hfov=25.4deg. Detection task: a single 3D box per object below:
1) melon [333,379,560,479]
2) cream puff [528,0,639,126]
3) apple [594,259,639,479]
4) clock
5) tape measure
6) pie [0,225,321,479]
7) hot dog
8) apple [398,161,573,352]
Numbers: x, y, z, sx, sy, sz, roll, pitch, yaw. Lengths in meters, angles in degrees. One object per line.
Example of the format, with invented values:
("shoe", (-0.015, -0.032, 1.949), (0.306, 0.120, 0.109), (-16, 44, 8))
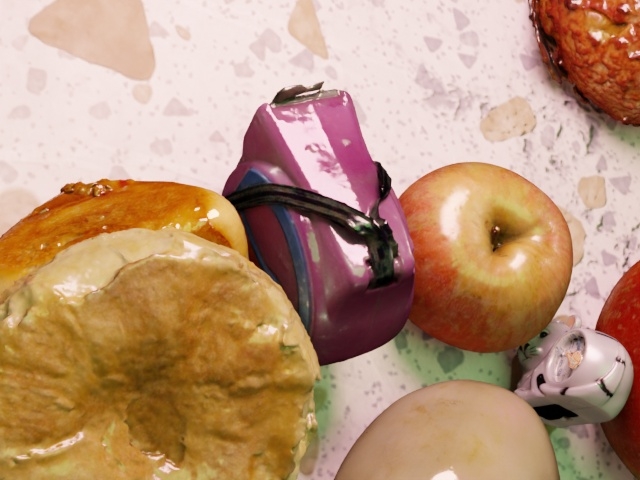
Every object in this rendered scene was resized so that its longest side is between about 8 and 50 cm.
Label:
("melon", (0.118, 0.270, 1.384), (0.223, 0.223, 0.317), (44, 39, -10))
("cream puff", (0.424, -0.300, 1.685), (0.350, 0.228, 0.351), (6, 76, -26))
("apple", (0.480, 0.147, 1.568), (0.348, 0.277, 0.349), (6, 76, -24))
("clock", (0.269, 0.131, 1.529), (0.080, 0.176, 0.117), (27, 68, -22))
("tape measure", (0.000, 0.000, 1.398), (0.149, 0.245, 0.232), (-15, 68, -29))
("pie", (-0.155, 0.146, 1.252), (0.339, 0.083, 0.340), (-3, 98, -18))
("hot dog", (-0.202, 0.027, 1.344), (0.256, 0.153, 0.150), (-19, 115, -15))
("apple", (0.168, 0.019, 1.519), (0.209, 0.164, 0.210), (5, 74, -17))
